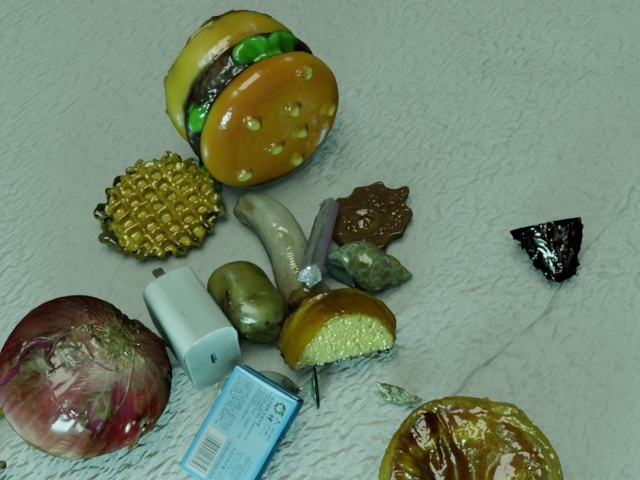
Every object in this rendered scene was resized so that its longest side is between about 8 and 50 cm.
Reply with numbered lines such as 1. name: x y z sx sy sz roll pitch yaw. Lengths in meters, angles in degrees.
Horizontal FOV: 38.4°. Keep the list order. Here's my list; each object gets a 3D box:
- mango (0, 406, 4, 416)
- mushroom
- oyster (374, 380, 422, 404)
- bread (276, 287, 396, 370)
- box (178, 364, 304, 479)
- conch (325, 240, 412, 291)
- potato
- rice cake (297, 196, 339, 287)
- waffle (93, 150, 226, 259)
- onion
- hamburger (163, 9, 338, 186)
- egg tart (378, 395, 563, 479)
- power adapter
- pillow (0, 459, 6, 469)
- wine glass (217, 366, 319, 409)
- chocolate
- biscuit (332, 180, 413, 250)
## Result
1. mango: -0.671 0.332 1.976 0.114 0.060 0.080 -29 42 -8
2. mushroom: -0.089 0.015 2.077 0.122 0.095 0.351 -36 56 5
3. oyster: 0.155 0.315 1.858 0.083 0.080 0.038 20 82 57
4. bread: 0.034 0.170 1.894 0.260 0.134 0.129 -14 27 -9
5. box: -0.152 0.376 1.795 0.142 0.083 0.232 29 88 13
6. conch: 0.097 0.055 2.010 0.172 0.116 0.106 9 40 28
7. potato: -0.152 0.132 1.971 0.137 0.155 0.200 -31 53 -14
8. rice cake: -0.001 0.000 2.018 0.049 0.055 0.270 30 39 -13
9. waffle: -0.385 -0.080 2.199 0.329 0.062 0.329 -4 58 7
10. onion: -0.465 0.277 1.838 0.353 0.354 0.354 -4 57 6
11. hamburger: -0.147 -0.304 2.139 0.395 0.396 0.277 -34 60 -13
12. egg tart: 0.281 0.456 1.694 0.351 0.153 0.339 37 69 28
13. power adapter: -0.286 0.163 1.949 0.124 0.187 0.255 -30 58 -18
14. pillow: -0.834 0.526 1.839 0.312 0.119 0.310 18 58 21
15. wine glass: -0.106 0.311 1.884 0.202 0.093 0.093 -8 56 3
16. chocolate: 0.496 0.026 1.974 0.156 0.156 0.133 -10 84 2
17. biscuit: 0.122 -0.056 2.122 0.215 0.034 0.182 -35 57 -12
